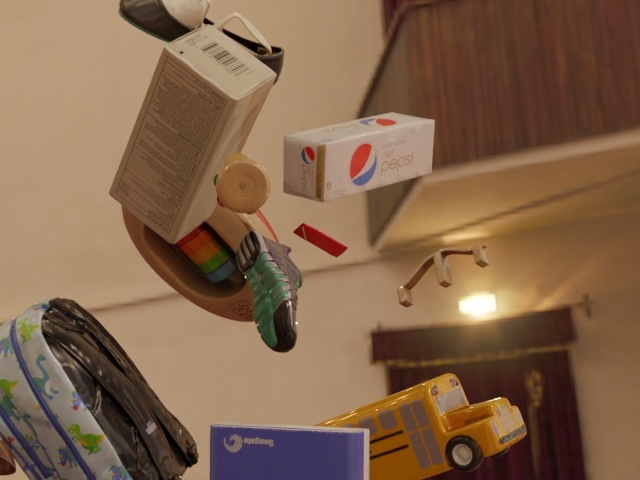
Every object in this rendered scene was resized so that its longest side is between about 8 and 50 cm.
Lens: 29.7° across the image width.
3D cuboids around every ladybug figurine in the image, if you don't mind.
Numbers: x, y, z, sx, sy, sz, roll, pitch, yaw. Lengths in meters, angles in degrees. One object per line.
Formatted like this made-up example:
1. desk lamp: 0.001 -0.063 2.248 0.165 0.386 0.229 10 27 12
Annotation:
1. ladybug figurine: -0.237 -0.007 2.640 0.305 0.162 0.449 -22 -62 34

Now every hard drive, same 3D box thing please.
1. hard drive: -0.042 0.394 1.520 0.210 0.319 0.040 -1 -3 22

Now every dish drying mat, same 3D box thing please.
1. dish drying mat: 0.000 0.000 1.862 0.083 0.008 0.032 30 -46 -19

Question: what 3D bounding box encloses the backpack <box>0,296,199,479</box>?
1. backpack: -0.387 0.266 1.920 0.273 0.356 0.290 -19 14 15

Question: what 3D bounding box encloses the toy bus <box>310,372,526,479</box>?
1. toy bus: 0.111 0.280 1.674 0.332 0.130 0.108 -26 -10 31

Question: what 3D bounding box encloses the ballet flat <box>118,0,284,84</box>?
1. ballet flat: -0.178 -0.336 1.905 0.280 0.095 0.096 26 -61 -24

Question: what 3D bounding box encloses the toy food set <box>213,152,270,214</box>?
1. toy food set: -0.115 -0.080 1.764 0.083 0.083 0.020 30 0 -5

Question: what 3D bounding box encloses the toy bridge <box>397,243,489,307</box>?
1. toy bridge: 0.208 0.048 2.059 0.188 0.063 0.026 -31 -40 32

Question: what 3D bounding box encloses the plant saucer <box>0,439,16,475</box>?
1. plant saucer: -0.472 0.263 1.563 0.168 0.029 0.168 12 -27 6

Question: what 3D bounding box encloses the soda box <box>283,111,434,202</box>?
1. soda box: 0.050 -0.105 1.483 0.069 0.074 0.216 16 22 39

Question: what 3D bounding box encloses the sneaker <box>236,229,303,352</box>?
1. sneaker: -0.052 0.077 1.837 0.098 0.224 0.083 14 -48 -35

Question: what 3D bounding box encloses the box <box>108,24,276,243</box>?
1. box: -0.204 -0.161 1.881 0.121 0.148 0.311 -41 -14 -49
